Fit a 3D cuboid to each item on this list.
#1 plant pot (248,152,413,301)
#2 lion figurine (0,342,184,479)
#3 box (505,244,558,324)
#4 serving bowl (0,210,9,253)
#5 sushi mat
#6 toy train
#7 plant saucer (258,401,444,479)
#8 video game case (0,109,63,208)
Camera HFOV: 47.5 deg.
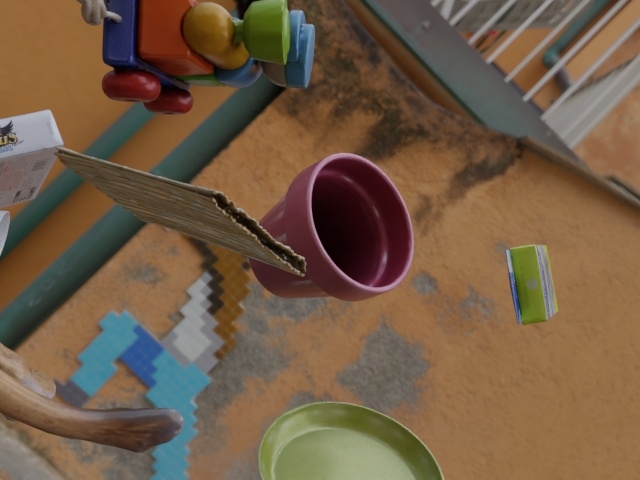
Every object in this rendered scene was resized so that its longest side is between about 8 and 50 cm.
[{"bbox_3d":[0.000,0.000,1.030,0.180,0.201,0.201,-24,-62,43],"label":"plant pot"},{"bbox_3d":[-0.275,0.032,0.346,0.142,0.392,0.240,-71,143,-49],"label":"lion figurine"},{"bbox_3d":[0.310,0.061,1.061,0.178,0.042,0.109,0,80,-67],"label":"box"},{"bbox_3d":[-0.432,-0.002,0.948,0.027,0.083,0.083,16,2,-12],"label":"serving bowl"},{"bbox_3d":[-0.164,-0.037,0.798,0.316,0.019,0.151,17,-18,43],"label":"sushi mat"},{"bbox_3d":[-0.086,-0.151,0.519,0.143,0.105,0.248,3,4,5],"label":"toy train"},{"bbox_3d":[0.037,0.299,0.917,0.241,0.037,0.241,11,29,-6],"label":"plant saucer"},{"bbox_3d":[-0.514,-0.089,1.028,0.269,0.244,0.061,-26,-94,58],"label":"video game case"}]
